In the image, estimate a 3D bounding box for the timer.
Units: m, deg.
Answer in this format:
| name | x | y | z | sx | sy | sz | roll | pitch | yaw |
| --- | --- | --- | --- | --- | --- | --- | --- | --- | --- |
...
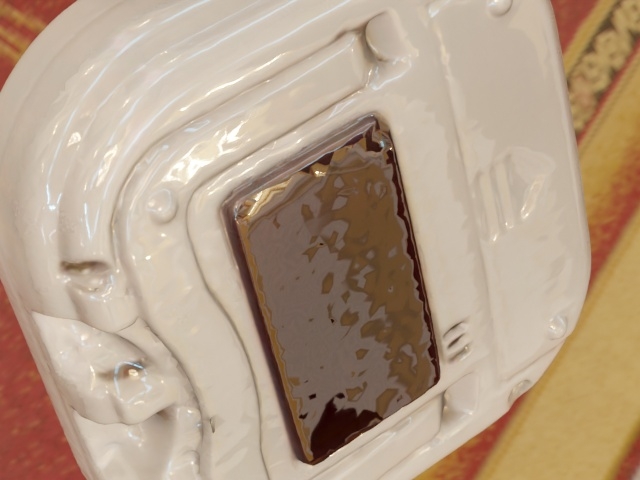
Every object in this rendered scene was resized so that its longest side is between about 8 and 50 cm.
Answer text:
| name | x | y | z | sx | sy | sz | roll | pitch | yaw |
| --- | --- | --- | --- | --- | --- | --- | --- | --- | --- |
| timer | 0.000 | 0.000 | 0.707 | 0.237 | 0.087 | 0.262 | -33 | 130 | -22 |
